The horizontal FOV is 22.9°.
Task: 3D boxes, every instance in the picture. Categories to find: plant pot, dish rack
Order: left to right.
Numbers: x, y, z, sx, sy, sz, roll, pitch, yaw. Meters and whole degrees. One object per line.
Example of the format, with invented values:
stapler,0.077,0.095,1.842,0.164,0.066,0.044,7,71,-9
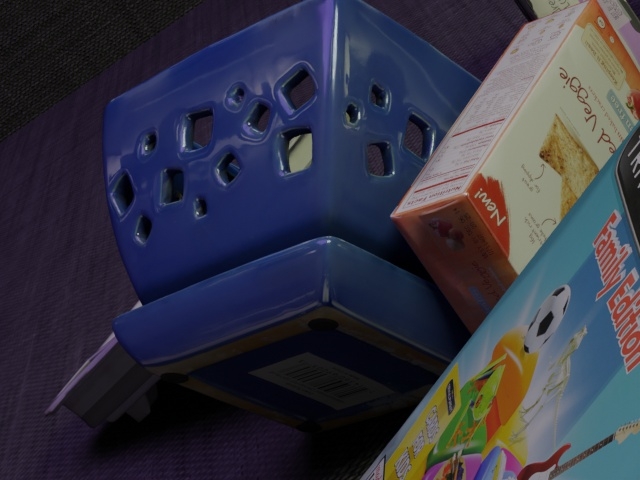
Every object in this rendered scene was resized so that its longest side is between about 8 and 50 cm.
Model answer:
dish rack,-0.084,0.020,1.370,0.285,0.072,0.333,-44,8,47
plant pot,0.000,0.000,1.083,0.236,0.236,0.212,-22,56,37

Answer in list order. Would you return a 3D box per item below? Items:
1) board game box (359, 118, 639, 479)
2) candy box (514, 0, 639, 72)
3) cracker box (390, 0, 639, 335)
board game box,0.120,0.098,0.719,0.336,0.079,0.254,-55,12,22
candy box,0.207,-0.216,1.367,0.070,0.165,0.196,-35,20,8
cracker box,0.156,-0.031,1.038,0.067,0.156,0.232,-16,28,43
